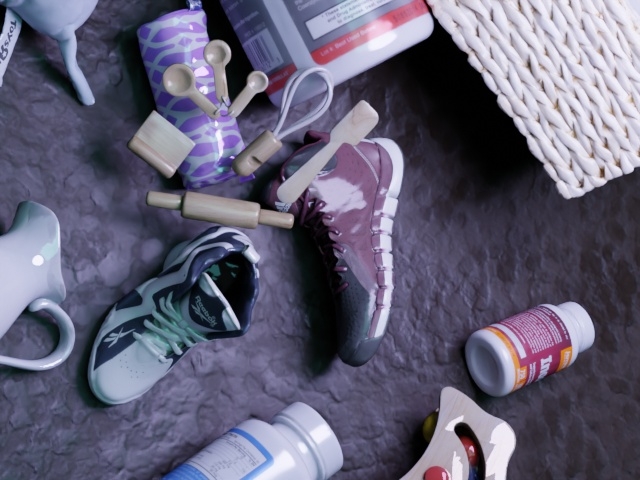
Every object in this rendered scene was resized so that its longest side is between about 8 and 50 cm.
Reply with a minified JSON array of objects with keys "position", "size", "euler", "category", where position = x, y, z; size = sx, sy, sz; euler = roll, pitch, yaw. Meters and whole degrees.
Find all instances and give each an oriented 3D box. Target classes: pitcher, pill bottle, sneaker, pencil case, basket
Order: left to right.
[{"position":[-0.346,0.077,1.422],"size":[0.207,0.125,0.178],"euler":[-30,111,-39],"category":"pitcher"},{"position":[-0.146,0.083,1.480],"size":[0.235,0.153,0.094],"euler":[-42,103,-12],"category":"sneaker"},{"position":[-0.141,-0.159,1.585],"size":[0.088,0.086,0.206],"euler":[-14,89,-55],"category":"pencil case"},{"position":[-0.086,0.270,1.512],"size":[0.221,0.124,0.124],"euler":[-32,96,-28],"category":"pill bottle"},{"position":[-0.039,-0.350,1.594],"size":[0.210,0.210,0.363],"euler":[-30,96,-28],"category":"pill bottle"},{"position":[0.000,0.000,1.628],"size":[0.162,0.106,0.281],"euler":[14,65,-19],"category":"sneaker"},{"position":[0.260,0.129,1.738],"size":[0.152,0.086,0.086],"euler":[-20,91,-28],"category":"pill bottle"},{"position":[0.332,-0.265,1.667],"size":[0.328,0.266,0.331],"euler":[54,22,-9],"category":"basket"}]

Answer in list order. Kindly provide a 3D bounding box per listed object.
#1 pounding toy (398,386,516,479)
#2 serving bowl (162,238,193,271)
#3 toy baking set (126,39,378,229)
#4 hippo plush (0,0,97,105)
[{"position":[0.123,0.320,1.644],"size":[0.154,0.155,0.269],"euler":[16,62,5],"category":"pounding toy"},{"position":[-0.133,0.037,1.582],"size":[0.083,0.027,0.083],"euler":[5,80,-26],"category":"serving bowl"},{"position":[-0.075,-0.105,1.516],"size":[0.256,0.030,0.197],"euler":[14,105,-8],"category":"toy baking set"},{"position":[-0.272,-0.324,1.435],"size":[0.234,0.236,0.294],"euler":[10,76,-36],"category":"hippo plush"}]
